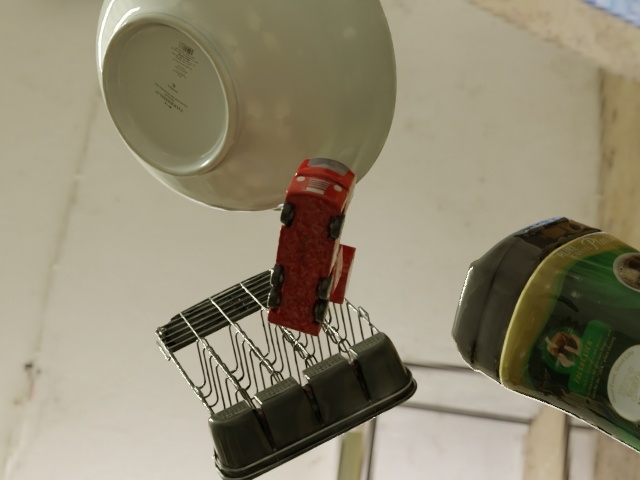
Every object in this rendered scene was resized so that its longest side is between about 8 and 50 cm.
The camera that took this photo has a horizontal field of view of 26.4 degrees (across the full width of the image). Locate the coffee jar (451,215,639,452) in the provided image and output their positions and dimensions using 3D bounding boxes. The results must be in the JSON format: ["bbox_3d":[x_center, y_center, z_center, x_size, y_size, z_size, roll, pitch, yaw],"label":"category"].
[{"bbox_3d":[0.155,0.055,0.619,0.096,0.184,0.079,-16,-53,-51],"label":"coffee jar"}]

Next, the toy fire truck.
[{"bbox_3d":[0.000,0.000,1.080,0.135,0.047,0.192,-68,-10,-49],"label":"toy fire truck"}]

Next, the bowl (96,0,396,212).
[{"bbox_3d":[-0.093,-0.141,1.178,0.134,0.298,0.298,-35,-38,-49],"label":"bowl"}]

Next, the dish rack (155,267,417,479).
[{"bbox_3d":[-0.050,0.115,1.372,0.271,0.208,0.074,42,153,61],"label":"dish rack"}]
